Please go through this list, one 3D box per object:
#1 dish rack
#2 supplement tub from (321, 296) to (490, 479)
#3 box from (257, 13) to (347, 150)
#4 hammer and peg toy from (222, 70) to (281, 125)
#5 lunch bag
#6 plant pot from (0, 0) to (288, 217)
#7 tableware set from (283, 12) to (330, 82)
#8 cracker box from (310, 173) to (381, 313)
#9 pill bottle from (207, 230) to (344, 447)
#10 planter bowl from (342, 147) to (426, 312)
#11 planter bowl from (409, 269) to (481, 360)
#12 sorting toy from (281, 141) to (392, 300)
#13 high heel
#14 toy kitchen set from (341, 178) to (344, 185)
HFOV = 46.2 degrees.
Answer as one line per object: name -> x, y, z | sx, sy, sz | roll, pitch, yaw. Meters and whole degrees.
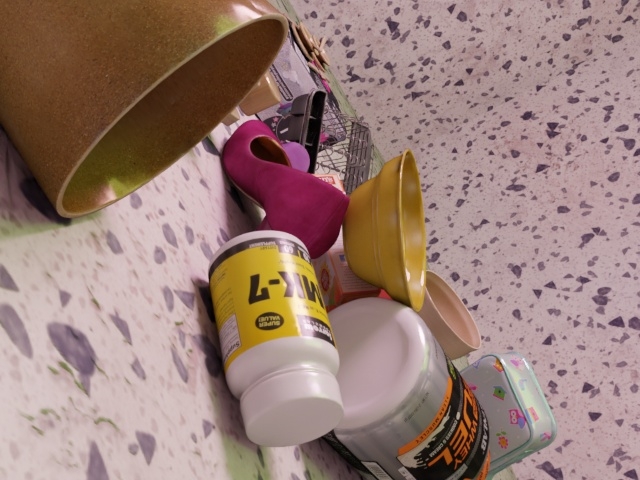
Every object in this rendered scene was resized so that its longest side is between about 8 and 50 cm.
dish rack -> 0.032, -0.166, 1.494 | 0.271, 0.074, 0.208 | 13, 85, -49
supplement tub -> 0.110, 0.234, 1.010 | 0.316, 0.193, 0.194 | 52, 16, -43
box -> -0.068, -0.311, 1.572 | 0.247, 0.142, 0.163 | 53, 17, -38
hammer and peg toy -> -0.192, -0.280, 0.989 | 0.266, 0.127, 0.361 | 64, 11, 12
lunch bag -> 0.354, 0.381, 1.594 | 0.108, 0.279, 0.224 | -1, 57, -38
plant pot -> -0.196, -0.189, 0.604 | 0.254, 0.237, 0.237 | 48, 12, 1
tableware set -> -0.011, -0.410, 1.578 | 0.128, 0.039, 0.194 | 64, 12, 4
cracker box -> 0.011, 0.033, 1.139 | 0.156, 0.067, 0.232 | 109, -30, -47
pill bottle -> -0.048, 0.101, 0.793 | 0.119, 0.119, 0.208 | 50, 17, -49
planter bowl -> 0.082, -0.010, 0.998 | 0.217, 0.090, 0.217 | -4, 90, -75
planter bowl -> 0.189, 0.148, 1.310 | 0.162, 0.109, 0.162 | 42, 23, -22
sorting toy -> 0.000, 0.000, 1.339 | 0.366, 0.127, 0.126 | 64, -12, -7
high heel -> -0.040, -0.101, 1.076 | 0.127, 0.181, 0.377 | 29, 30, -33
toy kitchen set -> 0.056, -0.114, 1.840 | 0.068, 0.075, 0.083 | 47, 16, -51
